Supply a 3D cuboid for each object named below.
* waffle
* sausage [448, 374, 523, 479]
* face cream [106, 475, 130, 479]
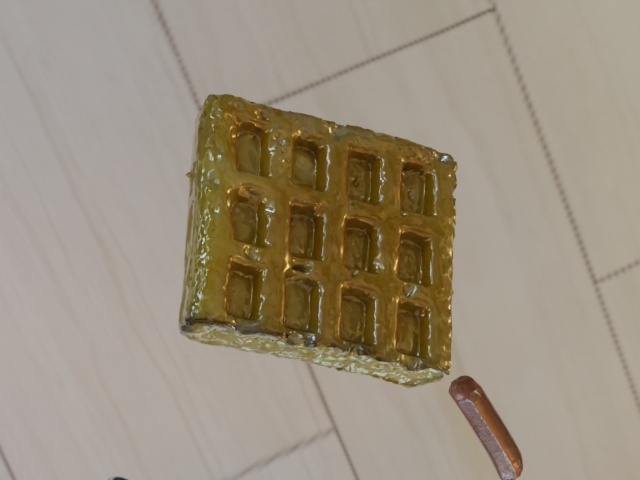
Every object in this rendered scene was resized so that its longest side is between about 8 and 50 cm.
[{"bbox_3d":[0.000,0.000,1.386,0.248,0.055,0.221,13,63,-21],"label":"waffle"},{"bbox_3d":[0.164,0.184,1.559,0.035,0.030,0.147,-14,130,21],"label":"sausage"},{"bbox_3d":[-0.188,0.251,1.009,0.229,0.075,0.075,-43,107,7],"label":"face cream"}]
